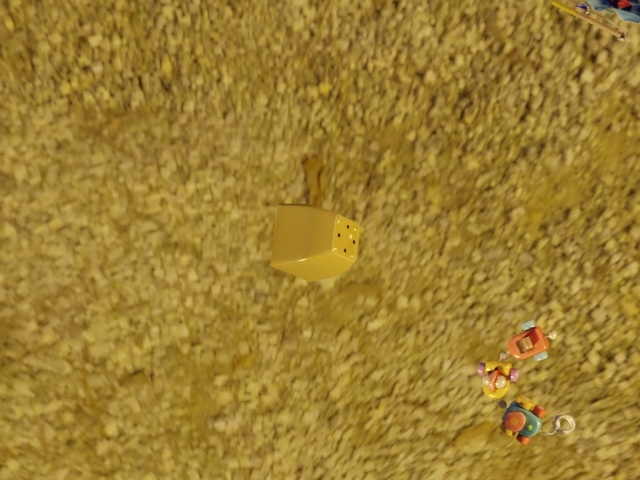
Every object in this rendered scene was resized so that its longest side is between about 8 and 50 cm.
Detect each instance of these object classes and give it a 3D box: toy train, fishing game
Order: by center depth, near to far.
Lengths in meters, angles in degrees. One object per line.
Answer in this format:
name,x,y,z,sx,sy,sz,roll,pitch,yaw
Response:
fishing game,0.442,-0.339,1.792,0.264,0.041,0.189,-20,42,-27
toy train,0.283,0.201,1.852,0.125,0.046,0.166,-20,84,23

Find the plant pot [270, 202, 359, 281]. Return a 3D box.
plant pot,0.000,0.000,1.617,0.083,0.081,0.081,-6,71,39
